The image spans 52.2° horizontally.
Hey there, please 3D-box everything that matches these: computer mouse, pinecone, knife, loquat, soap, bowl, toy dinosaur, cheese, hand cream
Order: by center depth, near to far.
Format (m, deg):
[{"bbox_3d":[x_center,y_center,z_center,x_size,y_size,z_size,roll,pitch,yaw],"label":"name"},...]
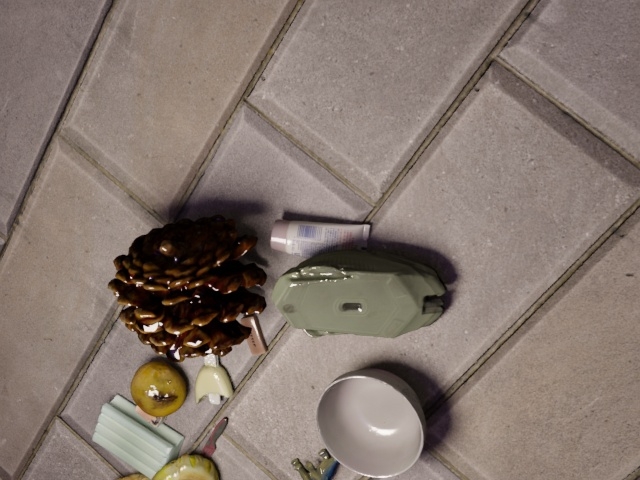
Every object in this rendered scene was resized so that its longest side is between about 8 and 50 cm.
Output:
[{"bbox_3d":[0.093,0.124,1.623,0.429,0.145,0.228,2,122,2],"label":"computer mouse"},{"bbox_3d":[-0.314,0.125,1.673,0.398,0.398,0.397,6,107,20],"label":"pinecone"},{"bbox_3d":[0.000,0.000,1.676,0.248,0.083,0.133,11,114,7],"label":"hand cream"},{"bbox_3d":[0.143,0.454,1.706,0.287,0.144,0.286,6,108,20],"label":"bowl"},{"bbox_3d":[0.015,0.700,1.887,0.248,0.075,0.188,-30,101,21],"label":"toy dinosaur"},{"bbox_3d":[-0.322,0.381,1.923,0.127,0.050,0.234,3,105,24],"label":"cheese"},{"bbox_3d":[-0.490,0.445,1.960,0.204,0.149,0.172,-1,132,55],"label":"loquat"},{"bbox_3d":[-0.337,0.632,2.023,0.035,0.018,0.247,31,118,4],"label":"knife"},{"bbox_3d":[-0.581,0.629,2.078,0.266,0.087,0.159,28,114,13],"label":"soap"}]

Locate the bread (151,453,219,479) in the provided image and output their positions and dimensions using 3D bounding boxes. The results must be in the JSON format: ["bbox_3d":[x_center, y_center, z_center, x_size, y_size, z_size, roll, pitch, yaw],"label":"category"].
[{"bbox_3d":[-0.419,0.747,2.012,0.214,0.105,0.213,-6,112,-15],"label":"bread"}]

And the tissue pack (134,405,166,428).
[{"bbox_3d":[-0.524,0.527,2.041,0.094,0.059,0.074,35,117,9],"label":"tissue pack"}]

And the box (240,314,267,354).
[{"bbox_3d":[-0.189,0.268,1.850,0.048,0.025,0.115,-12,101,26],"label":"box"}]

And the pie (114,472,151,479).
[{"bbox_3d":[-0.595,0.907,2.077,0.340,0.083,0.339,-9,62,17],"label":"pie"}]
